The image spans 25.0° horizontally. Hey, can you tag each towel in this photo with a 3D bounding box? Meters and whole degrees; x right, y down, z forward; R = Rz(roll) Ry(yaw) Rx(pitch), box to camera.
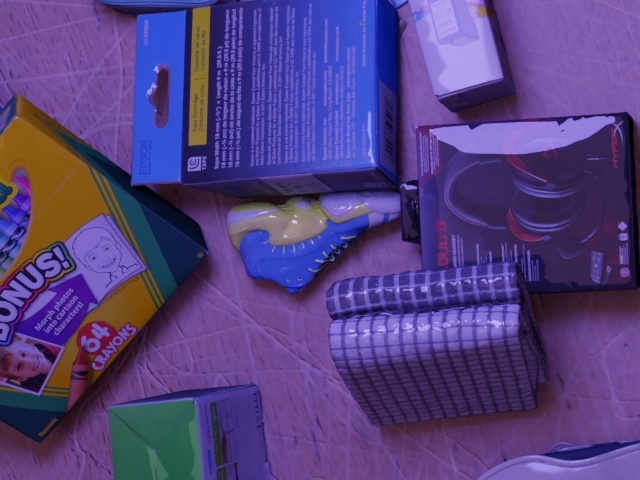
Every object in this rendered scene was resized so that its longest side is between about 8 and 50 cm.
[{"bbox_3d":[0.148,0.122,1.747,0.235,0.283,0.121,-8,64,12],"label":"towel"}]

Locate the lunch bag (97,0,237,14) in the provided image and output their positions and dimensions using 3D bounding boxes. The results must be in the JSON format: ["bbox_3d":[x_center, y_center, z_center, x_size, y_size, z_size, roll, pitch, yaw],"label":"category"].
[{"bbox_3d":[-0.198,-0.443,1.928,0.224,0.108,0.279,4,91,16],"label":"lunch bag"}]

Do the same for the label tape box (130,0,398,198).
[{"bbox_3d":[-0.070,-0.184,1.868,0.334,0.106,0.240,-3,78,20],"label":"label tape box"}]

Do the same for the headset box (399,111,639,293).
[{"bbox_3d":[0.244,-0.041,1.798,0.293,0.110,0.218,-2,89,16],"label":"headset box"}]

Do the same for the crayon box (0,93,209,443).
[{"bbox_3d":[-0.385,0.043,1.891,0.313,0.106,0.363,36,102,-26],"label":"crayon box"}]

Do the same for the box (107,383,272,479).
[{"bbox_3d":[-0.157,0.324,1.845,0.127,0.231,0.262,-6,88,16],"label":"box"}]

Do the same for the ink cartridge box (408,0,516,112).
[{"bbox_3d":[0.170,-0.278,1.798,0.093,0.154,0.212,-14,85,14],"label":"ink cartridge box"}]

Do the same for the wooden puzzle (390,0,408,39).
[{"bbox_3d":[0.067,-0.274,1.900,0.079,0.014,0.116,22,95,15],"label":"wooden puzzle"}]

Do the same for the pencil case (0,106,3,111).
[{"bbox_3d":[-0.468,-0.137,1.996,0.119,0.133,0.306,-32,82,-11],"label":"pencil case"}]

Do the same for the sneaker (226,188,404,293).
[{"bbox_3d":[0.000,0.000,1.892,0.240,0.091,0.126,-5,106,15],"label":"sneaker"}]

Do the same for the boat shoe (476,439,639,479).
[{"bbox_3d":[0.318,0.296,1.791,0.255,0.079,0.095,-18,82,12],"label":"boat shoe"}]
